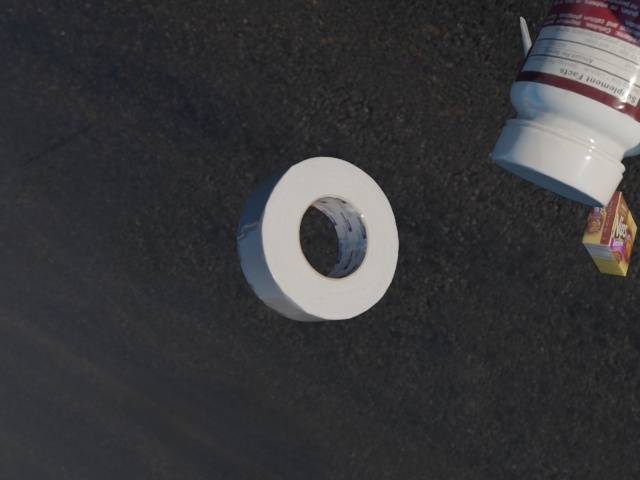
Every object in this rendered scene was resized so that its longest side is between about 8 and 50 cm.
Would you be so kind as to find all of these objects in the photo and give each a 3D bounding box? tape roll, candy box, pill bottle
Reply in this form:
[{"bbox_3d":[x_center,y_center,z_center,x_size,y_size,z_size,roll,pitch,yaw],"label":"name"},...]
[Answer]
[{"bbox_3d":[0.000,0.000,0.971,0.072,0.219,0.219,-14,114,55],"label":"tape roll"},{"bbox_3d":[0.557,-0.013,1.375,0.053,0.109,0.187,10,165,34],"label":"candy box"},{"bbox_3d":[0.426,-0.263,1.070,0.224,0.224,0.392,27,96,19],"label":"pill bottle"}]

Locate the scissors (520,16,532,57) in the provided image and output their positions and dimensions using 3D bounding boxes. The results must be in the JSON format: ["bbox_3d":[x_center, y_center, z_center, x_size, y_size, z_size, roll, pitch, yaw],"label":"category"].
[{"bbox_3d":[0.422,-0.301,1.424,0.109,0.021,0.297,-50,50,50],"label":"scissors"}]
